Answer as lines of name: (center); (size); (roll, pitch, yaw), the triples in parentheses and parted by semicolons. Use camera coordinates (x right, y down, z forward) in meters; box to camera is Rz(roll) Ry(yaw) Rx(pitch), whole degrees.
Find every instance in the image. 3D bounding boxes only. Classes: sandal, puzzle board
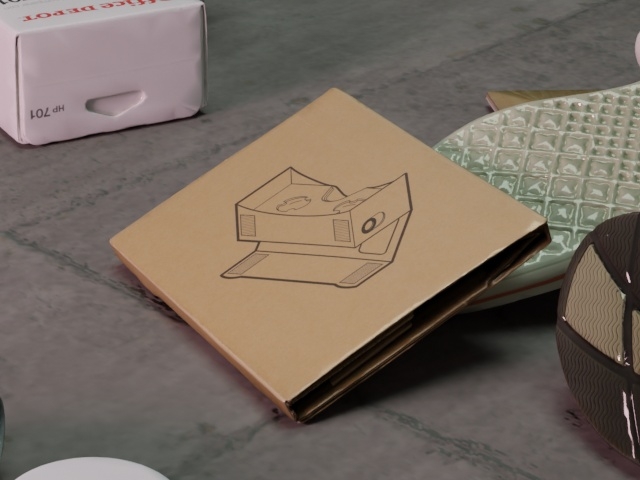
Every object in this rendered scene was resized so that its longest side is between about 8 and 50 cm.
sandal: (0.242, 0.076, 0.895); (0.302, 0.120, 0.086); (21, 4, 30)
puzzle board: (0.171, -0.072, 1.280); (0.096, 0.011, 0.128); (-1, 27, -11)

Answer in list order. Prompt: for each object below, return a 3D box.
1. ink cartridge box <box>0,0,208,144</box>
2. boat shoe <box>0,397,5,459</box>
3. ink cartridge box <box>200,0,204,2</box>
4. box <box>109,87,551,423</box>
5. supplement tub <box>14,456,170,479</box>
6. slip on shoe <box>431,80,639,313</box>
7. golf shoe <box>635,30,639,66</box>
ink cartridge box: (-0.180, -0.143, 1.316); (0.139, 0.082, 0.190); (-13, 28, -29)
boat shoe: (-0.161, 0.115, 0.783); (0.081, 0.079, 0.227); (-4, 23, -4)
ink cartridge box: (-0.111, -0.220, 1.418); (0.056, 0.135, 0.099); (1, 26, -4)
box: (0.000, 0.000, 1.029); (0.164, 0.021, 0.201); (-35, 37, -14)
supplement tub: (-0.083, 0.141, 0.703); (0.071, 0.107, 0.071); (2, 26, -1)
slip on shoe: (0.178, -0.029, 1.105); (0.331, 0.101, 0.123); (-23, 52, -19)
golf shoe: (0.243, -0.107, 1.272); (0.094, 0.077, 0.198); (2, 23, -22)
